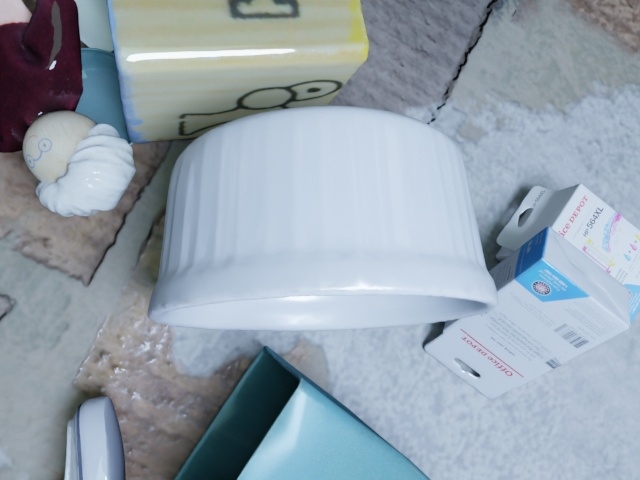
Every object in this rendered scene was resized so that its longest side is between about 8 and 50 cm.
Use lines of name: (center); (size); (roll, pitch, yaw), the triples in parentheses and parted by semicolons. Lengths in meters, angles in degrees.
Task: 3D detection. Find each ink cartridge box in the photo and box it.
ink cartridge box: (0.274, 0.012, 0.586); (0.143, 0.090, 0.092); (37, 79, -4)
ink cartridge box: (0.203, 0.081, 0.552); (0.104, 0.180, 0.060); (38, 43, -3)

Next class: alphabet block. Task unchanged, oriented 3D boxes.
alphabet block: (-0.092, -0.213, 0.492); (0.197, 0.192, 0.194); (-9, 87, -19)

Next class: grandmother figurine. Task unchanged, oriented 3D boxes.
grandmother figurine: (-0.285, -0.163, 0.481); (0.342, 0.208, 0.104); (53, 38, 6)

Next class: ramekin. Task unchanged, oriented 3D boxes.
ramekin: (0.000, 0.000, 0.457); (0.277, 0.277, 0.135); (1, 75, -9)

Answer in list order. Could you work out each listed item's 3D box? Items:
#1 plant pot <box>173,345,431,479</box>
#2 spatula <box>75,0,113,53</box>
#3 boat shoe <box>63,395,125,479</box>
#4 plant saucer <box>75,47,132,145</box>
plant pot: (0.009, 0.241, 0.485); (0.234, 0.165, 0.166); (37, 79, -12)
spatula: (-0.263, -0.333, 0.550); (0.242, 0.019, 0.168); (44, 83, -18)
boat shoe: (-0.222, 0.278, 0.478); (0.088, 0.096, 0.268); (-1, 92, -14)
plant saucer: (-0.238, -0.138, 0.556); (0.119, 0.021, 0.120); (1, 84, -10)
